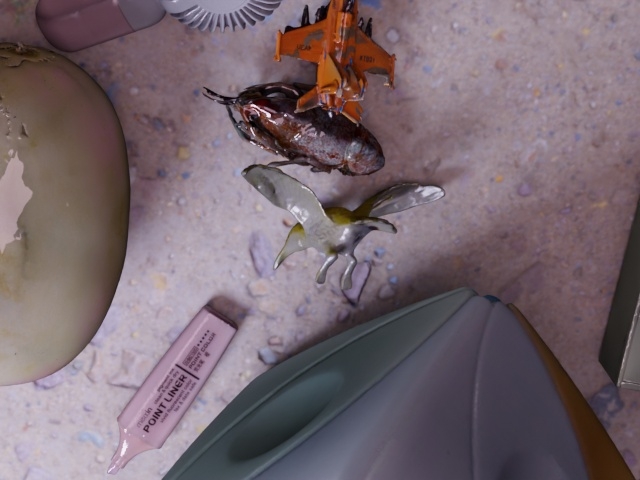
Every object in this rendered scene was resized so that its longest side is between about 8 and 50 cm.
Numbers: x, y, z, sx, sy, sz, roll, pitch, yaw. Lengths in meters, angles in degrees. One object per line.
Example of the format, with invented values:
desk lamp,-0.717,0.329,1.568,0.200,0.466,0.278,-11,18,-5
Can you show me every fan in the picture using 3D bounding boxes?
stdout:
fan,-0.144,-0.234,1.760,0.244,0.074,0.130,-17,139,10

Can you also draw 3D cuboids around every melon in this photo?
melon,-0.284,-0.027,1.741,0.223,0.223,0.317,3,105,-6

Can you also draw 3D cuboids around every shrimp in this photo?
shrimp,-0.026,-0.108,1.820,0.190,0.073,0.075,16,61,-19

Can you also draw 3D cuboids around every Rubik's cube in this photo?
Rubik's cube,0.067,0.293,1.741,0.351,0.347,0.352,-22,108,39

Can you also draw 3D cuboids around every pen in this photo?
pen,-0.154,0.153,1.901,0.053,0.032,0.197,32,99,-13

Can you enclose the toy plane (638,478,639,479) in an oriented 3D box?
toy plane,0.385,0.134,1.817,0.223,0.104,0.326,37,103,-12

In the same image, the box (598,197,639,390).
box,0.367,0.036,1.885,0.129,0.086,0.225,11,105,-7

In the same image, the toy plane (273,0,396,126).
toy plane,0.016,-0.204,1.797,0.135,0.062,0.188,7,77,-33

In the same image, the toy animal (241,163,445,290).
toy animal,0.000,0.000,1.823,0.219,0.095,0.155,13,129,-35
